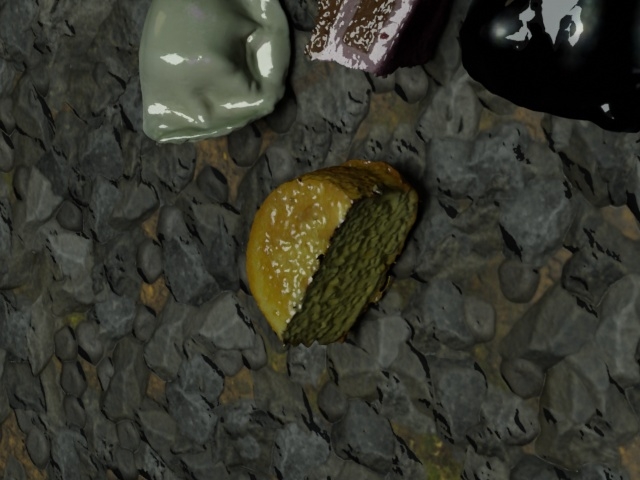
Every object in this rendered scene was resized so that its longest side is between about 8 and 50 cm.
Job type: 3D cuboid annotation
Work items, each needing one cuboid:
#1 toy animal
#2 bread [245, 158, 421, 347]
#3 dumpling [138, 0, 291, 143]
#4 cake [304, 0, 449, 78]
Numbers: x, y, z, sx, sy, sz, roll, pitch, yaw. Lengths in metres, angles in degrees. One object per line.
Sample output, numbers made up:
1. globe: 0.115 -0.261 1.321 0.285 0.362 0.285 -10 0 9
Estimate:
1. toy animal: 0.239 -0.254 1.351 0.213 0.213 0.266 22 115 36
2. bread: 0.000 0.000 1.628 0.139 0.143 0.229 42 119 26
3. dumpling: -0.121 -0.231 1.727 0.179 0.131 0.252 4 78 20
4. cake: 0.096 -0.310 1.552 0.116 0.113 0.295 29 102 28
